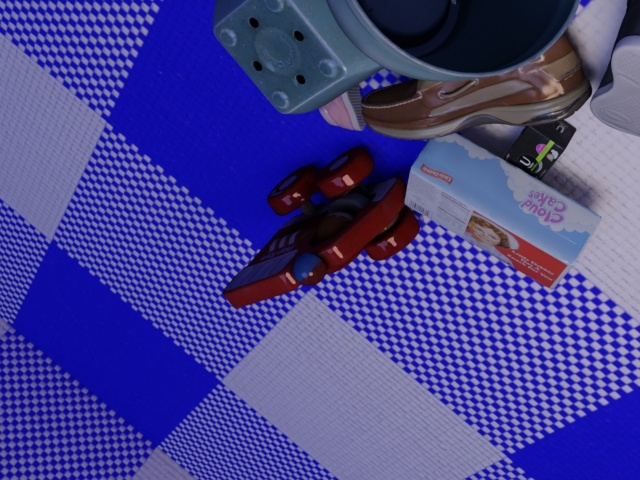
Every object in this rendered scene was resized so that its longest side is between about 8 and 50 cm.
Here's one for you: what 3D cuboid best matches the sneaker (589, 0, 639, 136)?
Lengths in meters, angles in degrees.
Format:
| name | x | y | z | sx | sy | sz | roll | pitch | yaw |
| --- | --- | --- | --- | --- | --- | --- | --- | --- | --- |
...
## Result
| name | x | y | z | sx | sy | sz | roll | pitch | yaw |
| --- | --- | --- | --- | --- | --- | --- | --- | --- | --- |
| sneaker | 0.403 | -0.227 | 1.258 | 0.104 | 0.147 | 0.296 | 22 | 170 | 14 |

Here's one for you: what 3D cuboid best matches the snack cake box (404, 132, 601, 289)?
| name | x | y | z | sx | sy | sz | roll | pitch | yaw |
| --- | --- | --- | --- | --- | --- | --- | --- | --- | --- |
| snack cake box | 0.257 | -0.045 | 1.515 | 0.264 | 0.089 | 0.152 | 32 | 166 | 9 |

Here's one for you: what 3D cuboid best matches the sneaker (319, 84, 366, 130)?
| name | x | y | z | sx | sy | sz | roll | pitch | yaw |
| --- | --- | --- | --- | --- | --- | --- | --- | --- | --- |
| sneaker | 0.024 | -0.225 | 1.591 | 0.070 | 0.051 | 0.134 | 10 | 140 | 26 |

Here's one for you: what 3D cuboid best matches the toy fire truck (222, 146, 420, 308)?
| name | x | y | z | sx | sy | sz | roll | pitch | yaw |
| --- | --- | --- | --- | --- | --- | --- | --- | --- | --- |
| toy fire truck | 0.000 | 0.000 | 1.674 | 0.302 | 0.254 | 0.169 | -17 | 116 | 47 |

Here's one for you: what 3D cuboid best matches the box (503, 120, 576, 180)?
| name | x | y | z | sx | sy | sz | roll | pitch | yaw |
| --- | --- | --- | --- | --- | --- | --- | --- | --- | --- |
| box | 0.306 | -0.133 | 1.460 | 0.062 | 0.052 | 0.083 | 34 | 143 | 4 |

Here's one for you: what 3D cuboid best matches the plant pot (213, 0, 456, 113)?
| name | x | y | z | sx | sy | sz | roll | pitch | yaw |
| --- | --- | --- | --- | --- | --- | --- | --- | --- | --- |
| plant pot | 0.007 | -0.307 | 1.362 | 0.248 | 0.252 | 0.247 | 49 | 140 | -14 |

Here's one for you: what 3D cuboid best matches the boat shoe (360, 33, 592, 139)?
| name | x | y | z | sx | sy | sz | roll | pitch | yaw |
| --- | --- | --- | --- | --- | --- | --- | --- | --- | --- |
| boat shoe | 0.202 | -0.220 | 1.416 | 0.324 | 0.122 | 0.120 | -4 | 120 | 31 |

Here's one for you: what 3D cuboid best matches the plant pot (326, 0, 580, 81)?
| name | x | y | z | sx | sy | sz | roll | pitch | yaw |
| --- | --- | --- | --- | --- | --- | --- | --- | --- | --- |
| plant pot | 0.120 | -0.307 | 1.173 | 0.293 | 0.293 | 0.196 | 46 | 164 | -10 |
